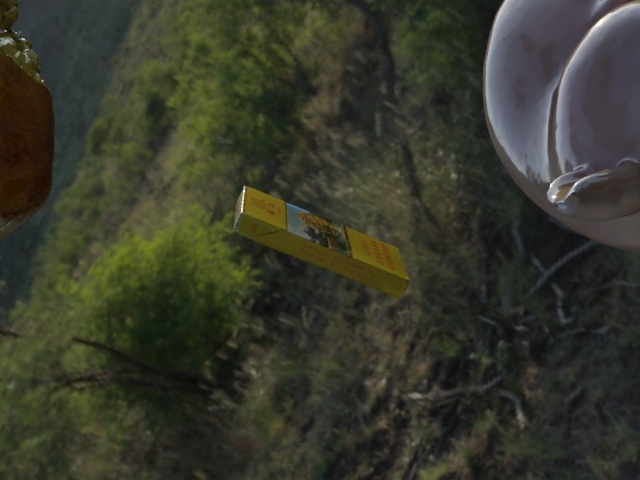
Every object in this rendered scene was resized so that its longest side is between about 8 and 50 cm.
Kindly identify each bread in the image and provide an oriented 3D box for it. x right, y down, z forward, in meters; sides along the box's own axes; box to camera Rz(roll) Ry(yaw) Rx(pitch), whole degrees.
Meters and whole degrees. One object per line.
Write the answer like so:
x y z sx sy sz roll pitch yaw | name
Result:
-0.294 -0.106 0.700 0.133 0.179 0.250 -32 61 32 | bread

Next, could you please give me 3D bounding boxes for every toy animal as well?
0.235 -0.102 0.687 0.212 0.195 0.256 -62 22 12 | toy animal

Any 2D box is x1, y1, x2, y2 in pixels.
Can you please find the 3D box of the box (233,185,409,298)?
0.000 0.000 0.822 0.087 0.155 0.023 -94 28 -68 | box
